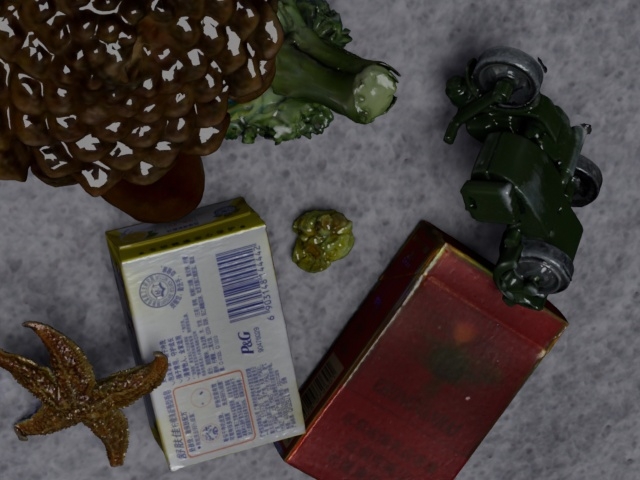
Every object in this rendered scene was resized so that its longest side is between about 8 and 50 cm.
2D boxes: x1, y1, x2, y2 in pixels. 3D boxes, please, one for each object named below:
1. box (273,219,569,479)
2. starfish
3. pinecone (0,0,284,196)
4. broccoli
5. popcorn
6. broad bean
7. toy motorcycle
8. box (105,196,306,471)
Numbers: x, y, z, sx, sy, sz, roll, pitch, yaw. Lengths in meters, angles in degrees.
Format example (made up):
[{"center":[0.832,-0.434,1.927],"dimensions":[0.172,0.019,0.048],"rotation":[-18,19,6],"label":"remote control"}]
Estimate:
[{"center":[0.113,0.159,1.956],"dimensions":[0.197,0.089,0.313],"rotation":[32,99,-22],"label":"box"},{"center":[-0.258,0.162,1.815],"dimensions":[0.240,0.043,0.227],"rotation":[-25,129,28],"label":"starfish"},{"center":[-0.222,-0.246,1.563],"dimensions":[0.384,0.384,0.384],"rotation":[-5,111,-14],"label":"pinecone"},{"center":[-0.016,-0.202,1.694],"dimensions":[0.177,0.275,0.198],"rotation":[-10,91,-29],"label":"broccoli"},{"center":[0.002,0.002,1.884],"dimensions":[0.068,0.059,0.083],"rotation":[36,106,-24],"label":"popcorn"},{"center":[-0.190,-0.086,1.786],"dimensions":[0.114,0.084,0.165],"rotation":[-21,122,11],"label":"broad bean"},{"center":[0.210,-0.065,1.838],"dimensions":[0.275,0.127,0.205],"rotation":[52,49,-36],"label":"toy motorcycle"},{"center":[-0.125,0.102,1.863],"dimensions":[0.168,0.097,0.265],"rotation":[-16,113,-10],"label":"box"}]
